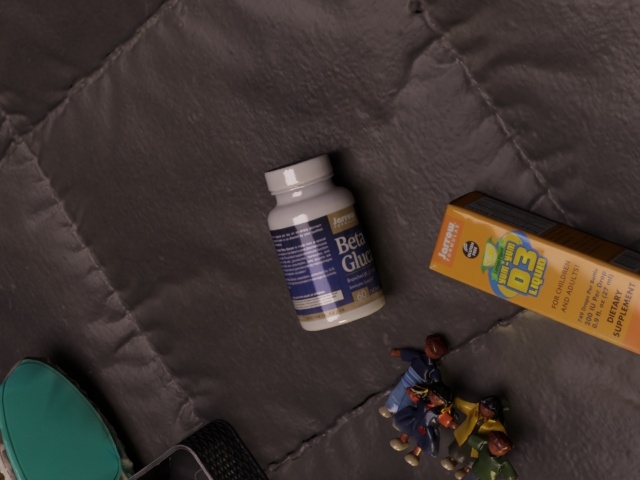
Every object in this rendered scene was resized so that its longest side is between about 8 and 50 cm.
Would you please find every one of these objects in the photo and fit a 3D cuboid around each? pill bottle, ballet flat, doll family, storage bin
[{"bbox_3d":[0.000,0.000,1.594,0.094,0.094,0.169,-14,97,31],"label":"pill bottle"},{"bbox_3d":[-0.267,0.331,1.820,0.147,0.147,0.409,-38,84,31],"label":"ballet flat"},{"bbox_3d":[0.133,0.180,1.586,0.193,0.076,0.111,35,122,19],"label":"doll family"},{"bbox_3d":[-0.120,0.312,1.754,0.122,0.084,0.180,-38,85,31],"label":"storage bin"}]

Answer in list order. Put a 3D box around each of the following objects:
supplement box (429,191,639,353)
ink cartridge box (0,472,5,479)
[{"bbox_3d":[0.227,0.030,1.490,0.233,0.080,0.078,22,111,24],"label":"supplement box"},{"bbox_3d":[-0.453,0.306,1.845,0.088,0.234,0.193,-23,92,31],"label":"ink cartridge box"}]
